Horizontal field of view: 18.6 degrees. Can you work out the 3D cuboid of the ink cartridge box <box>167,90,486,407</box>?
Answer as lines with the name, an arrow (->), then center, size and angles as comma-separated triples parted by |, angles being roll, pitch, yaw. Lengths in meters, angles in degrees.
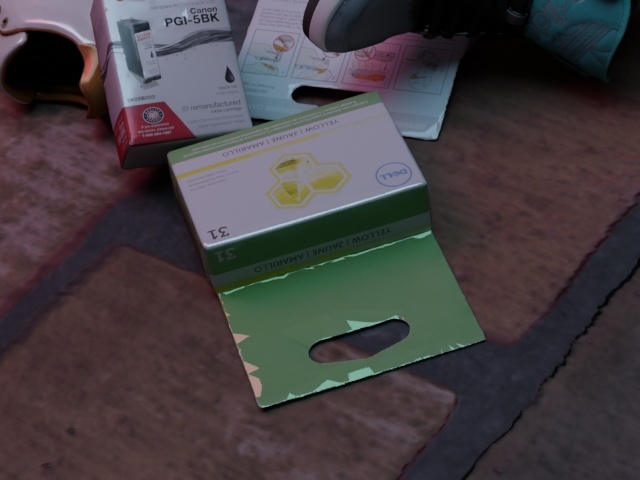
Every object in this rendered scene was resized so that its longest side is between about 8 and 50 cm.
ink cartridge box -> 0.000, 0.000, 1.398 | 0.171, 0.056, 0.235 | -17, 41, -7

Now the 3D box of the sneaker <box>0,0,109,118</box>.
sneaker -> -0.250, -0.190, 1.605 | 0.290, 0.106, 0.123 | 30, 54, 33

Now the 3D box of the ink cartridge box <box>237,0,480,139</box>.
ink cartridge box -> 0.039, -0.179, 1.594 | 0.189, 0.066, 0.232 | 8, 67, 18

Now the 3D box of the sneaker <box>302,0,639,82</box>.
sneaker -> 0.147, -0.183, 1.488 | 0.295, 0.124, 0.178 | -32, 65, -21

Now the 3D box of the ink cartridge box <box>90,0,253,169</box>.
ink cartridge box -> -0.115, -0.132, 1.499 | 0.099, 0.056, 0.135 | -9, 74, -15
